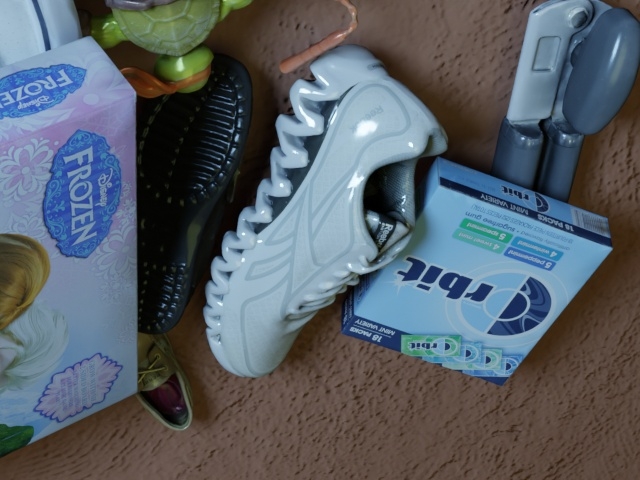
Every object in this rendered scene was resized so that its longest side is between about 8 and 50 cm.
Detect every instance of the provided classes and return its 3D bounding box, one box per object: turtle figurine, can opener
[{"bbox_3d":[-0.121,-0.179,0.939,0.270,0.087,0.217,-12,118,6],"label":"turtle figurine"},{"bbox_3d":[0.183,-0.070,1.154,0.074,0.093,0.280,-4,129,-18],"label":"can opener"}]

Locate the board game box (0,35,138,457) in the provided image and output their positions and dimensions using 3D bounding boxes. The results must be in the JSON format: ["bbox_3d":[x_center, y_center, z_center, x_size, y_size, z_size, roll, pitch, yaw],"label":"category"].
[{"bbox_3d":[-0.269,0.053,0.910,0.318,0.066,0.318,-25,147,-25],"label":"board game box"}]

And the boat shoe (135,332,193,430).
[{"bbox_3d":[-0.139,0.106,1.169,0.050,0.045,0.135,-32,129,1],"label":"boat shoe"}]

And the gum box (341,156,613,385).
[{"bbox_3d":[0.125,0.030,1.175,0.157,0.041,0.184,18,130,-15],"label":"gum box"}]

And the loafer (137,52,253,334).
[{"bbox_3d":[-0.106,-0.040,1.073,0.080,0.078,0.220,22,105,4],"label":"loafer"}]

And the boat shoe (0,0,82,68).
[{"bbox_3d":[-0.262,-0.181,0.823,0.156,0.136,0.367,-52,140,-38],"label":"boat shoe"}]

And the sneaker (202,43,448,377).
[{"bbox_3d":[0.000,0.000,1.089,0.110,0.118,0.292,-21,141,-53],"label":"sneaker"}]
